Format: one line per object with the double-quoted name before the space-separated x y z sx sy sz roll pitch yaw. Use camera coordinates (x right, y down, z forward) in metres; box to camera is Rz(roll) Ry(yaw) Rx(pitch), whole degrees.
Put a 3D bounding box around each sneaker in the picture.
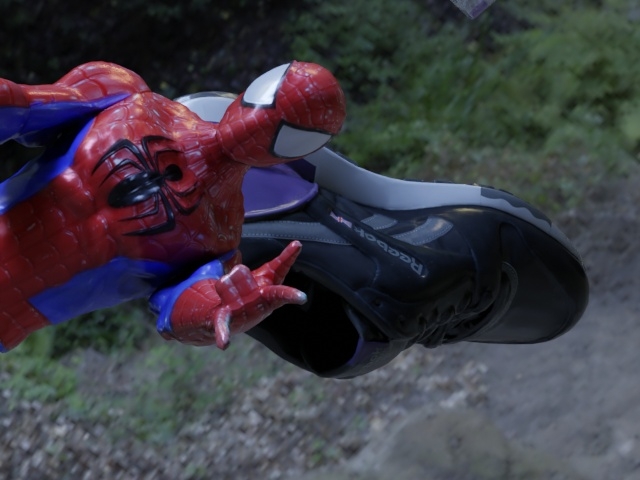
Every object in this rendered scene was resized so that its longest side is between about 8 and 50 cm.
"sneaker" 0.027 0.031 0.816 0.283 0.107 0.124 17 42 -28

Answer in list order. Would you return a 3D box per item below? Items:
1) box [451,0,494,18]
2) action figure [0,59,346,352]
"box" 0.080 -0.193 0.965 0.063 0.067 0.324 45 8 -10
"action figure" -0.111 0.022 0.385 0.280 0.139 0.091 -30 90 -10
